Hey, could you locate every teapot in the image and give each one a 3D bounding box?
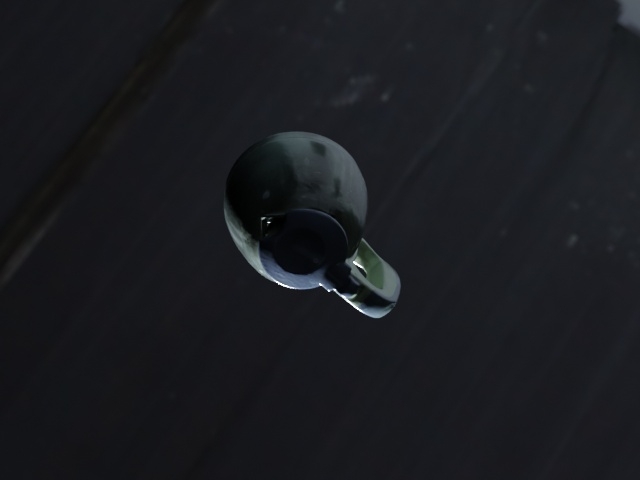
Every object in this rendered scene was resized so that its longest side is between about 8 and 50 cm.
[{"bbox_3d":[-0.011,0.002,1.363,0.108,0.111,0.149,-98,-12,-61],"label":"teapot"}]
